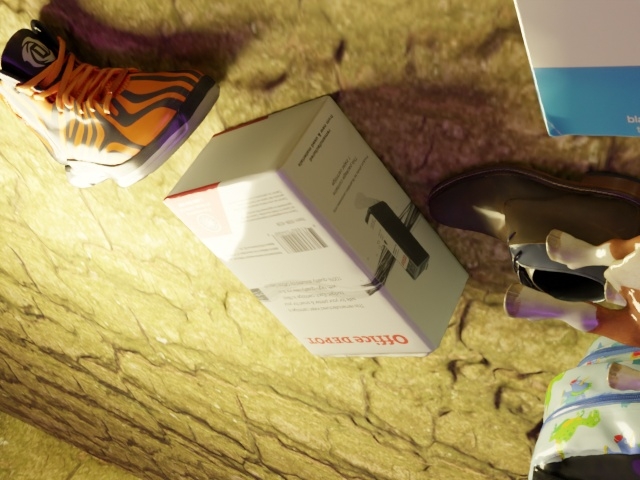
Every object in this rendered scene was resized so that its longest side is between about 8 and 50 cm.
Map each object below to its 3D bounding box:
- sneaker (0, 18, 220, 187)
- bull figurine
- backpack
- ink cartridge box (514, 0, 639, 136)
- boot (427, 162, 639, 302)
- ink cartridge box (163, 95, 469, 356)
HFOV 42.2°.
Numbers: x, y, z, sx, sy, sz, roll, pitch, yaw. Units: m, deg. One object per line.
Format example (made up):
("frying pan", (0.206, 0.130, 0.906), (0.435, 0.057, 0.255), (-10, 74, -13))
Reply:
("sneaker", (-0.252, -0.154, 0.883), (0.321, 0.124, 0.180), (-10, 132, 48))
("bull figurine", (0.242, 0.045, 0.527), (0.189, 0.101, 0.310), (7, 157, 43))
("backpack", (0.376, 0.211, 0.769), (0.356, 0.273, 0.290), (-20, 126, 28))
("ink cartridge box", (0.189, -0.190, 0.394), (0.168, 0.171, 0.232), (7, 142, 35))
("boot", (0.176, -0.006, 0.736), (0.219, 0.106, 0.082), (2, 139, 39))
("ink cartridge box", (0.000, 0.000, 0.892), (0.197, 0.114, 0.273), (-9, 130, 46))
